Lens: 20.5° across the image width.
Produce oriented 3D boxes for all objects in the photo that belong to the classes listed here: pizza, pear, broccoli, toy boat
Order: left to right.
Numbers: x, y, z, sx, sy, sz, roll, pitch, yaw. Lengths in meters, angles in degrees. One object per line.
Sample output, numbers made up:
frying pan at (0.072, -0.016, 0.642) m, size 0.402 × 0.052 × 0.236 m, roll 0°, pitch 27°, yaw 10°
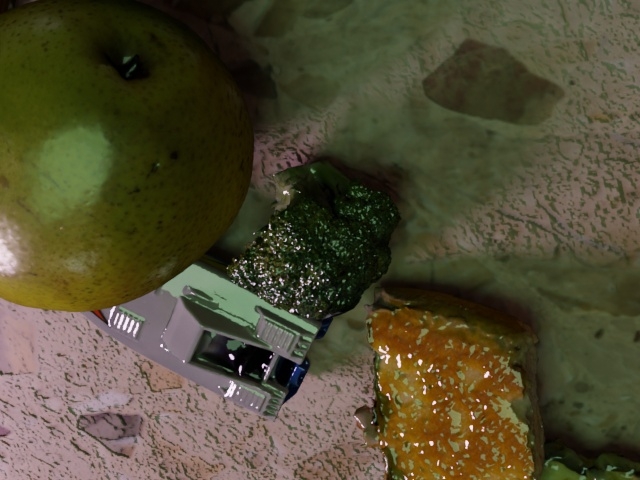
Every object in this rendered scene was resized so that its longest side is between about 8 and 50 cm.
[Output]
pear at (-0.198, -0.078, 1.512) m, size 0.294 × 0.294 × 0.294 m, roll 7°, pitch 119°, yaw 13°
toy boat at (-0.145, 0.060, 1.679) m, size 0.295 × 0.088 × 0.129 m, roll 26°, pitch 121°, yaw 1°
broccoli at (0.000, 0.000, 1.588) m, size 0.162 × 0.145 × 0.138 m, roll -28°, pitch 74°, yaw 45°
pizza at (0.119, 0.191, 1.648) m, size 0.189 × 0.071 × 0.297 m, roll 5°, pitch 100°, yaw 23°

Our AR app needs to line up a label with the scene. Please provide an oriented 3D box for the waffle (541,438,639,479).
waffle at (0.243, 0.333, 1.721) m, size 0.297 × 0.073 × 0.317 m, roll 21°, pitch 118°, yaw 6°

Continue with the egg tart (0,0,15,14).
egg tart at (-0.373, -0.217, 1.544) m, size 0.170 × 0.215 × 0.215 m, roll 32°, pitch 122°, yaw 14°
